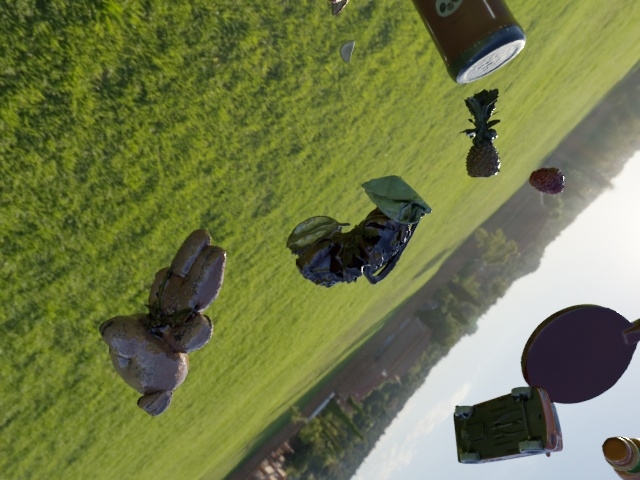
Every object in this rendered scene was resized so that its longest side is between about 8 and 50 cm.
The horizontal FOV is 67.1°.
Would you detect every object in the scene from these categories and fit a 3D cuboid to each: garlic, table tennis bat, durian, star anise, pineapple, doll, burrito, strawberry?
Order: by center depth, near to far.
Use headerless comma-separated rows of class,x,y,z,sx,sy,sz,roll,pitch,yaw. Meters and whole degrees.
burrito,0.117,-0.060,0.738,0.074,0.118,0.044,-12,128,-14
doll,-0.272,0.120,0.812,0.156,0.201,0.303,14,107,-41
star anise,0.074,0.021,0.870,0.220,0.126,0.190,-26,172,31
table tennis bat,0.715,0.274,1.244,0.415,0.268,0.051,-23,-167,0
durian,0.000,0.000,1.328,0.188,0.148,0.091,-25,120,6
strawberry,0.647,-0.172,1.380,0.083,0.096,0.083,10,90,-79
pineapple,0.532,-0.347,1.572,0.119,0.130,0.277,-21,111,-32
garlic,0.097,-0.717,1.824,0.041,0.053,0.083,-110,-152,-63

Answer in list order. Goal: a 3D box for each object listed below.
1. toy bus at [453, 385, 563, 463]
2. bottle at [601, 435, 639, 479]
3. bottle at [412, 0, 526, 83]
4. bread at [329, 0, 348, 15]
toy bus,0.465,0.461,1.179,0.329,0.153,0.143,126,-28,-53
bottle,0.462,0.324,0.706,0.187,0.069,0.069,34,100,-33
bottle,0.238,-0.471,0.892,0.144,0.336,0.144,-25,175,-2
bread,0.073,-0.675,1.134,0.139,0.095,0.269,-51,152,-74
